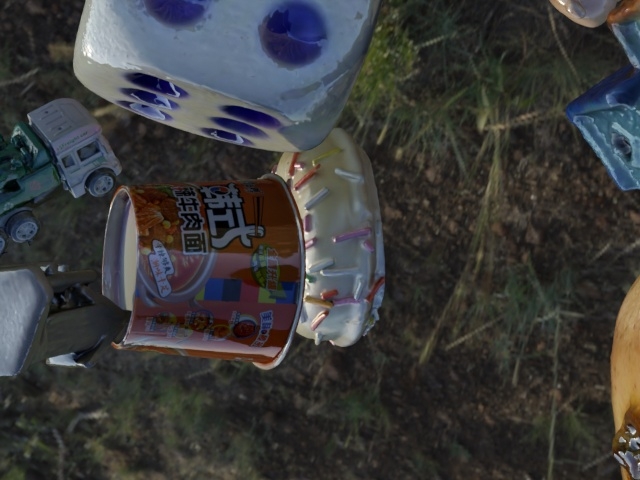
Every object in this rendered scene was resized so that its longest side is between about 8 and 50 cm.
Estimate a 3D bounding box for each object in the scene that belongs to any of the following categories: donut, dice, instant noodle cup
[{"bbox_3d":[0.000,0.000,1.548,0.142,0.383,0.383,-4,135,-12],"label":"donut"},{"bbox_3d":[-0.106,-0.291,1.081,0.304,0.304,0.277,17,172,-15],"label":"dice"},{"bbox_3d":[-0.153,0.034,1.117,0.192,0.250,0.250,3,141,-24],"label":"instant noodle cup"}]

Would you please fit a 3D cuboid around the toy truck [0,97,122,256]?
[{"bbox_3d":[-0.551,-0.115,1.657,0.176,0.363,0.178,45,154,33],"label":"toy truck"}]

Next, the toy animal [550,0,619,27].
[{"bbox_3d":[0.511,-0.494,1.668,0.171,0.171,0.198,28,107,-2],"label":"toy animal"}]

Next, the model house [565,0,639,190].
[{"bbox_3d":[0.354,-0.175,0.863,0.251,0.329,0.295,-32,141,-3],"label":"model house"}]

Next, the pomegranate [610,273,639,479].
[{"bbox_3d":[0.331,0.119,0.585,0.322,0.322,0.322,12,133,13],"label":"pomegranate"}]

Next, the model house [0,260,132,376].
[{"bbox_3d":[-0.333,0.091,1.043,0.229,0.188,0.122,-9,83,30],"label":"model house"}]
